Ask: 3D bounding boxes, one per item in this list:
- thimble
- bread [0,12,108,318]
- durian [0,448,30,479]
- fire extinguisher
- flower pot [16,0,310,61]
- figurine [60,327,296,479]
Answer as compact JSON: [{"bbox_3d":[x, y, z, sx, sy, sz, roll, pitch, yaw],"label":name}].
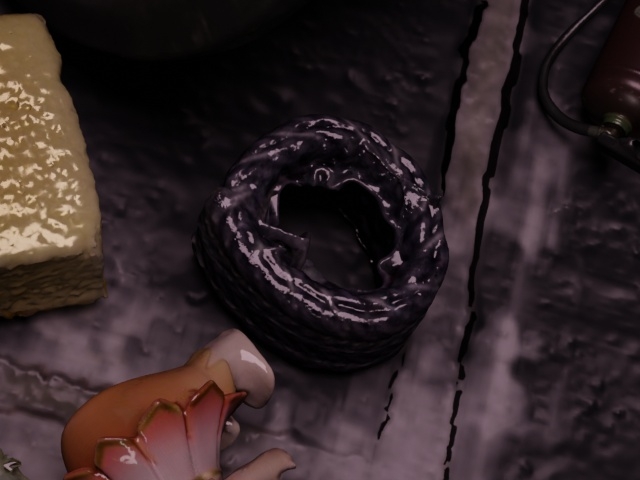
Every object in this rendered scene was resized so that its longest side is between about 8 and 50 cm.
[{"bbox_3d":[0.002,0.001,0.808,0.104,0.066,0.095,32,64,1],"label":"thimble"},{"bbox_3d":[-0.188,-0.021,0.775,0.188,0.068,0.125,-10,67,-17],"label":"bread"},{"bbox_3d":[-0.190,0.114,0.654,0.306,0.166,0.172,36,67,-18],"label":"durian"},{"bbox_3d":[0.153,-0.097,0.901,0.078,0.045,0.157,13,60,26],"label":"fire extinguisher"},{"bbox_3d":[-0.002,-0.266,0.821,0.251,0.379,0.379,-12,66,-41],"label":"flower pot"},{"bbox_3d":[-0.036,0.140,0.721,0.102,0.111,0.195,-18,65,-38],"label":"figurine"}]
